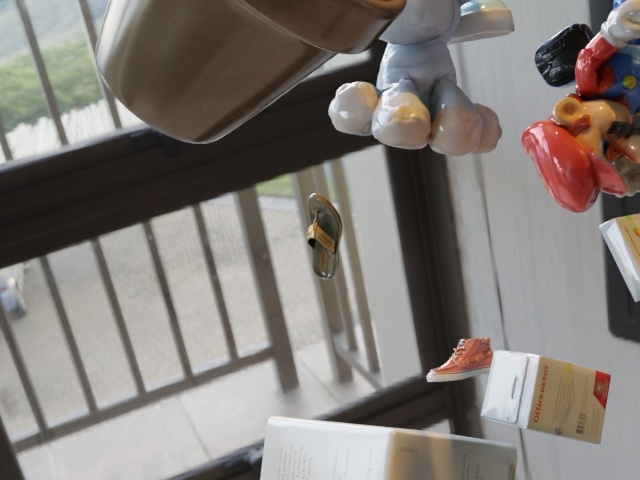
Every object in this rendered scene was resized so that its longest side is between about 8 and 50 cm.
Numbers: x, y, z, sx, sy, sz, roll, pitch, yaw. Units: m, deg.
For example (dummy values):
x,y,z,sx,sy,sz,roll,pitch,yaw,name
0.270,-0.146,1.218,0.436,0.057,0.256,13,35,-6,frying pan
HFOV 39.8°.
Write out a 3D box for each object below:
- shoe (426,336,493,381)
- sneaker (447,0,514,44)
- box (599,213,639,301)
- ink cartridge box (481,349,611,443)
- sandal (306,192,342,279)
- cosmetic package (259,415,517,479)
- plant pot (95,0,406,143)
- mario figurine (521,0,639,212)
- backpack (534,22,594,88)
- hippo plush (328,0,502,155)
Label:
x,y,z,sx,sy,sz,roll,pitch,yaw,name
0.297,0.253,1.892,0.177,0.081,0.063,-5,-5,-30,shoe
0.214,-0.405,1.446,0.135,0.150,0.366,-13,18,-5,sneaker
0.577,0.024,1.558,0.186,0.145,0.038,-8,-19,-45,box
0.398,0.276,1.564,0.176,0.128,0.127,18,-10,-27,ink cartridge box
0.000,0.000,1.645,0.072,0.180,0.049,20,35,31,sandal
0.113,0.522,1.687,0.327,0.330,0.393,15,-14,-36,cosmetic package
-0.090,-0.220,0.813,0.229,0.263,0.263,-45,7,29,plant pot
0.382,-0.171,1.079,0.321,0.198,0.170,-61,14,-12,mario figurine
0.478,-0.348,1.698,0.114,0.105,0.084,-29,-7,30,backpack
0.165,-0.262,1.279,0.234,0.237,0.294,16,17,21,hippo plush
